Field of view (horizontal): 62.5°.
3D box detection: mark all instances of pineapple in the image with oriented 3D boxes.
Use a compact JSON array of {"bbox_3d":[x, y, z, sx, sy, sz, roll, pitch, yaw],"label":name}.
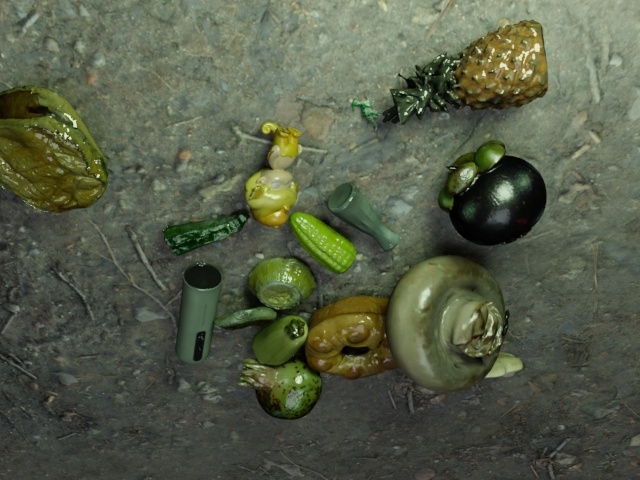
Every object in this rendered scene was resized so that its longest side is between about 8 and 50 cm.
[{"bbox_3d":[0.275,-0.318,1.058,0.341,0.169,0.169,-11,131,23],"label":"pineapple"}]

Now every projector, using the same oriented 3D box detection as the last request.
[{"bbox_3d":[-0.358,0.218,1.531,0.108,0.108,0.337,10,129,-9],"label":"projector"}]

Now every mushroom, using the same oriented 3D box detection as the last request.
[{"bbox_3d":[0.349,0.218,1.368,0.362,0.362,0.295,36,164,-27],"label":"mushroom"}]

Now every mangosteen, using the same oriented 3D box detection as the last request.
[{"bbox_3d":[0.390,-0.101,1.203,0.243,0.243,0.242,0,131,0],"label":"mangosteen"}]

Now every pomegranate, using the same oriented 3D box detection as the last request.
[{"bbox_3d":[-0.129,0.435,1.668,0.277,0.204,0.222,41,113,-9],"label":"pomegranate"}]

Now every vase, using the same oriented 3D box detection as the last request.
[{"bbox_3d":[0.116,-0.050,1.323,0.086,0.086,0.214,-33,128,25],"label":"vase"}]

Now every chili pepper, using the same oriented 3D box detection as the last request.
[{"bbox_3d":[-0.286,-0.031,1.354,0.227,0.059,0.088,-18,115,10],"label":"chili pepper"}]

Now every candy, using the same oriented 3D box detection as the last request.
[{"bbox_3d":[0.000,0.000,1.358,0.209,0.096,0.097,41,120,-20],"label":"candy"}]

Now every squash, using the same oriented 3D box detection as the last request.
[{"bbox_3d":[-0.084,0.269,1.510,0.137,0.137,0.287,23,146,-18],"label":"squash"}]

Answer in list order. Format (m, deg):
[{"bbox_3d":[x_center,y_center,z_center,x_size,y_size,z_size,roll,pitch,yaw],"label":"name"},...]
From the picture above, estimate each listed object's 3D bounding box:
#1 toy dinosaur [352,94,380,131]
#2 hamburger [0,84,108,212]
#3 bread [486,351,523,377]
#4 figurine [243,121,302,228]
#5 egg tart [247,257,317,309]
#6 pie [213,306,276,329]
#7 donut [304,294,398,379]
[{"bbox_3d":[0.100,-0.280,1.161,0.062,0.021,0.083,8,127,3],"label":"toy dinosaur"},{"bbox_3d":[-0.612,-0.199,1.160,0.266,0.134,0.284,-11,137,6],"label":"hamburger"},{"bbox_3d":[0.448,0.381,1.608,0.316,0.054,0.316,-7,174,-1],"label":"bread"},{"bbox_3d":[-0.108,-0.144,1.222,0.156,0.131,0.246,-9,127,-48],"label":"figurine"},{"bbox_3d":[-0.110,0.134,1.480,0.197,0.078,0.197,2,133,2],"label":"egg tart"},{"bbox_3d":[-0.217,0.230,1.531,0.187,0.041,0.187,-11,165,-3],"label":"pie"},{"bbox_3d":[0.109,0.293,1.568,0.317,0.150,0.299,10,130,-9],"label":"donut"}]
